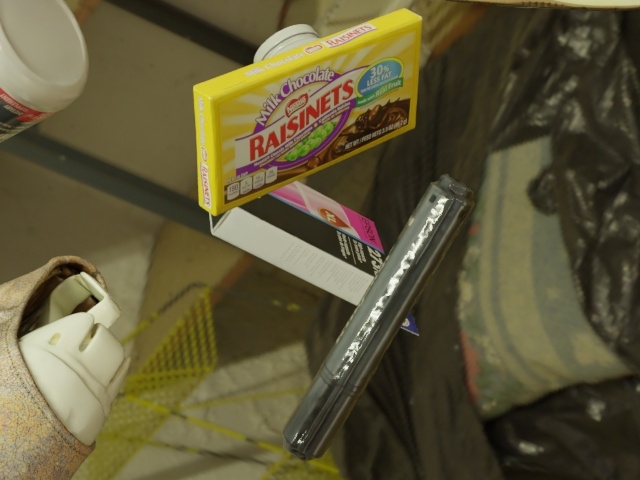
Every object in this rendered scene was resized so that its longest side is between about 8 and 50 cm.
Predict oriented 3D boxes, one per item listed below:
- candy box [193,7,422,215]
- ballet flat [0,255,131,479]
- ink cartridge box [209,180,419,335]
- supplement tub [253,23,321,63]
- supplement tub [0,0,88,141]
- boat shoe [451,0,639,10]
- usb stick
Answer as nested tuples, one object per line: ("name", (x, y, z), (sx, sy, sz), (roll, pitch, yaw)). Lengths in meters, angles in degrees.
("candy box", (-0.006, -0.101, 0.897), (0.027, 0.206, 0.105), (35, 139, 39))
("ballet flat", (-0.188, 0.081, 0.811), (0.106, 0.107, 0.316), (-32, 23, 1))
("ink cartridge box", (0.000, 0.000, 1.707), (0.069, 0.371, 0.176), (-49, 29, 22))
("supplement tub", (-0.015, -0.255, 2.003), (0.144, 0.144, 0.199), (-49, 65, 43))
("supplement tub", (-0.442, -0.205, 1.441), (0.272, 0.191, 0.191), (-23, 41, 26))
("boat shoe", (0.269, -0.298, 1.278), (0.104, 0.285, 0.089), (-36, -50, -74))
("usb stick", (0.049, 0.069, 1.013), (0.278, 0.045, 0.077), (-59, -6, 7))
